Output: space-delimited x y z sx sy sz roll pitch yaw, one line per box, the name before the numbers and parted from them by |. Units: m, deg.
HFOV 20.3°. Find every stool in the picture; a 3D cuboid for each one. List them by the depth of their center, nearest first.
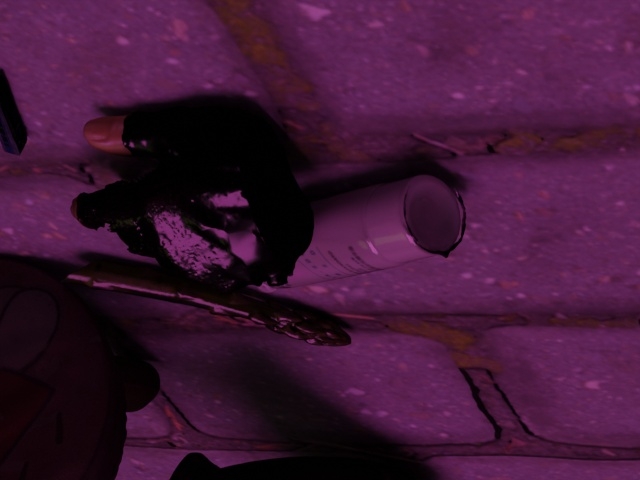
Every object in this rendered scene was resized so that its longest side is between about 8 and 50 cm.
stool | -0.269 0.164 1.485 0.272 0.272 0.178 3 161 18

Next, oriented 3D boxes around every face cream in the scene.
face cream | 0.000 0.000 1.281 0.092 0.058 0.244 31 152 -31

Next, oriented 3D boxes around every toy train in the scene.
toy train | -0.223 -0.091 1.257 0.017 0.017 0.083 15 151 14

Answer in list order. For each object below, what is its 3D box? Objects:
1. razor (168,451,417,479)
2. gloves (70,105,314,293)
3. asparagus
razor | -0.047 0.278 1.551 0.349 0.204 0.113 12 -156 -51
gloves | -0.106 -0.019 1.237 0.181 0.106 0.129 -13 143 32
asparagus | -0.088 0.048 1.420 0.236 0.027 0.034 14 155 0
